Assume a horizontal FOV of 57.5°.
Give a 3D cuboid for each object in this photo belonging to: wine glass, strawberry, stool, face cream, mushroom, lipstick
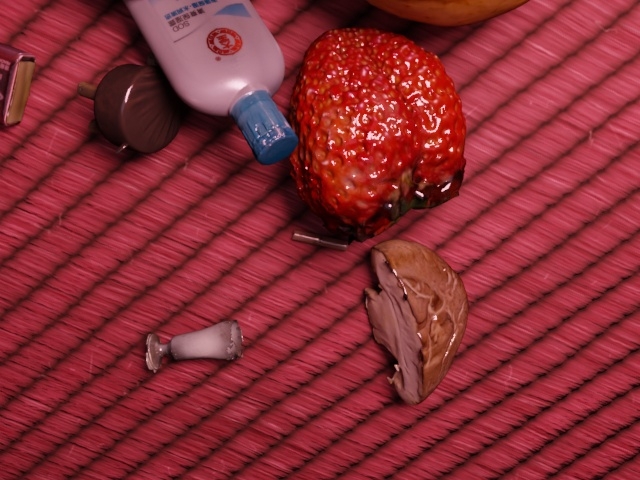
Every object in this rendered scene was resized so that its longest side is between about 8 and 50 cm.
[{"bbox_3d":[-0.216,0.182,1.004,0.156,0.072,0.072,-9,105,4],"label":"wine glass"},{"bbox_3d":[0.061,-0.155,0.836,0.250,0.238,0.288,-33,96,-22],"label":"strawberry"},{"bbox_3d":[-0.263,-0.221,0.870,0.121,0.125,0.217,21,72,28],"label":"stool"},{"bbox_3d":[-0.137,-0.251,0.799,0.163,0.080,0.336,-25,73,-19],"label":"face cream"},{"bbox_3d":[0.174,0.125,0.968,0.151,0.156,0.285,-19,107,-24],"label":"mushroom"},{"bbox_3d":[0.000,0.000,0.979,0.094,0.019,0.018,12,105,-3],"label":"lipstick"}]

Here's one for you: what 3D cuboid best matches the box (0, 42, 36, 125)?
[{"bbox_3d":[-0.564,-0.267,0.888,0.224,0.069,0.120,21,104,-7],"label":"box"}]

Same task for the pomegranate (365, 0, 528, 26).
[{"bbox_3d":[0.122,-0.437,0.684,0.411,0.410,0.409,0,105,0],"label":"pomegranate"}]
